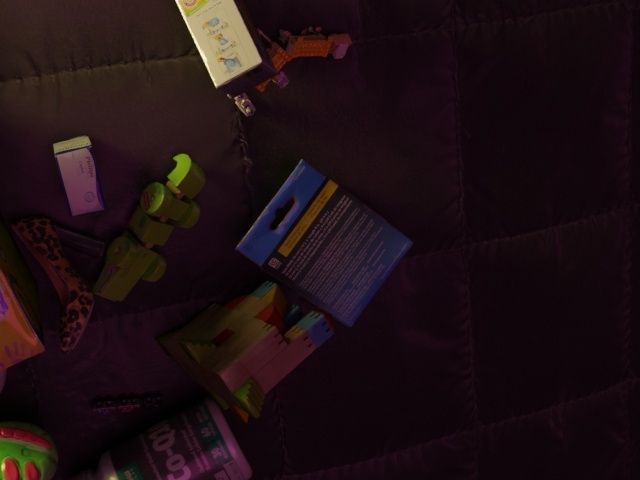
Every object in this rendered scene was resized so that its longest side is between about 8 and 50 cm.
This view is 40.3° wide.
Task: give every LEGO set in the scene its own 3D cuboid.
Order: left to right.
[{"bbox_3d":[-0.079,-0.387,1.788,0.287,0.107,0.132,-36,149,-12],"label":"LEGO set"}]

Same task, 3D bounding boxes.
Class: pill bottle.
[{"bbox_3d":[-0.346,0.505,1.872,0.361,0.204,0.204,-28,113,-11],"label":"pill bottle"}]

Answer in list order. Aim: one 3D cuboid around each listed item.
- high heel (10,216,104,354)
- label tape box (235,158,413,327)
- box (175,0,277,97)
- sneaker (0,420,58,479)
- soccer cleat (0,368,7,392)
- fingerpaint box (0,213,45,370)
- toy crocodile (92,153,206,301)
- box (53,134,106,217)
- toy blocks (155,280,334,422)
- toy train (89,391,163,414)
[{"bbox_3d":[-0.533,0.083,1.693,0.186,0.093,0.261,21,55,-28],"label":"high heel"},{"bbox_3d":[0.000,0.000,1.903,0.333,0.106,0.241,36,92,-24],"label":"label tape box"},{"bbox_3d":[-0.180,-0.392,1.666,0.103,0.114,0.203,-26,84,10],"label":"box"},{"bbox_3d":[-0.765,0.427,1.698,0.483,0.185,0.202,17,138,-11],"label":"sneaker"},{"bbox_3d":[-0.769,0.212,1.699,0.331,0.116,0.143,28,78,-27],"label":"soccer cleat"},{"bbox_3d":[-0.656,-0.023,1.517,0.163,0.371,0.445,-25,113,-12],"label":"fingerpaint box"},{"bbox_3d":[-0.350,-0.022,1.777,0.115,0.105,0.340,25,102,-51],"label":"toy crocodile"},{"bbox_3d":[-0.465,-0.126,1.682,0.072,0.137,0.126,-15,110,-15],"label":"box"},{"bbox_3d":[-0.145,0.196,1.797,0.261,0.381,0.191,-40,115,-22],"label":"toy blocks"},{"bbox_3d":[-0.421,0.356,1.900,0.158,0.027,0.036,-2,117,-20],"label":"toy train"}]
